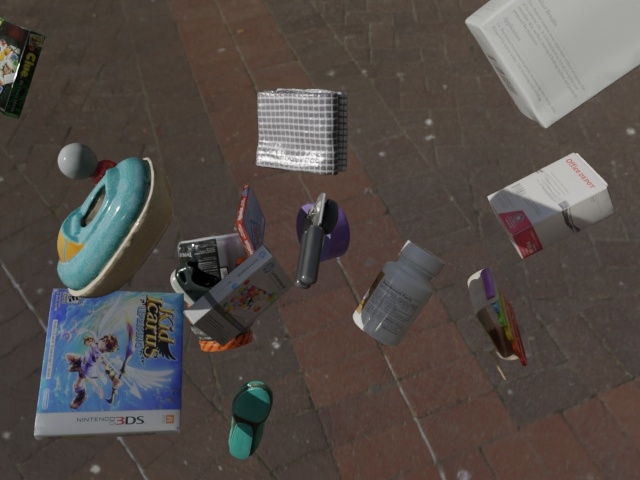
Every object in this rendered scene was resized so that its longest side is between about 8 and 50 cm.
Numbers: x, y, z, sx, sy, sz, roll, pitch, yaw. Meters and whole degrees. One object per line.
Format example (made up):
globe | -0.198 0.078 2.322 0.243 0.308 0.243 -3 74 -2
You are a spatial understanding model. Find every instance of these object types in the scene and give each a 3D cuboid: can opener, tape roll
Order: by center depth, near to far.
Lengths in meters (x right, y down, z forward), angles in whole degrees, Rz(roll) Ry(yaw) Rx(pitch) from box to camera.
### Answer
can opener | 0.000 0.000 1.514 0.095 0.076 0.283 18 60 -19
tape roll | 0.006 -0.030 1.787 0.080 0.189 0.189 -15 48 -34

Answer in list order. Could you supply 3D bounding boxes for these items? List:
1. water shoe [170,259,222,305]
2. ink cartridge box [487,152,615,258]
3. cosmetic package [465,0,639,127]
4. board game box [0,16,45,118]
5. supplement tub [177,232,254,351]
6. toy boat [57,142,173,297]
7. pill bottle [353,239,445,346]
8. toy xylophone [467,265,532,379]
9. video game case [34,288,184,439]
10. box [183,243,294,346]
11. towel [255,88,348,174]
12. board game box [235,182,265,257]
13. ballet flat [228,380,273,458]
water shoe | -0.231 0.126 1.214 0.080 0.203 0.073 -37 23 28
ink cartridge box | 0.666 -0.103 1.632 0.283 0.117 0.207 -28 35 14
cosmetic package | 0.458 -0.389 0.896 0.385 0.217 0.156 -34 18 17
board game box | -0.539 -0.300 0.919 0.259 0.136 0.030 30 13 35
supplement tub | -0.312 0.155 1.719 0.207 0.207 0.338 -8 93 -3
toy boat | -0.372 -0.056 0.949 0.267 0.148 0.318 -50 37 16
pill bottle | 0.187 0.121 1.312 0.131 0.131 0.229 36 100 29
toy xylophone | 0.486 0.233 1.511 0.081 0.322 0.236 -22 49 23
video game case | -0.385 0.227 1.054 0.244 0.061 0.270 4 64 -20
box | -0.147 0.107 1.053 0.186 0.145 0.038 -41 62 -9
towel | -0.062 -0.313 1.607 0.283 0.235 0.121 9 21 30
board game box | -0.207 -0.054 1.683 0.027 0.145 0.281 -17 28 7
ballet flat | -0.149 0.366 1.211 0.083 0.247 0.087 18 33 1
